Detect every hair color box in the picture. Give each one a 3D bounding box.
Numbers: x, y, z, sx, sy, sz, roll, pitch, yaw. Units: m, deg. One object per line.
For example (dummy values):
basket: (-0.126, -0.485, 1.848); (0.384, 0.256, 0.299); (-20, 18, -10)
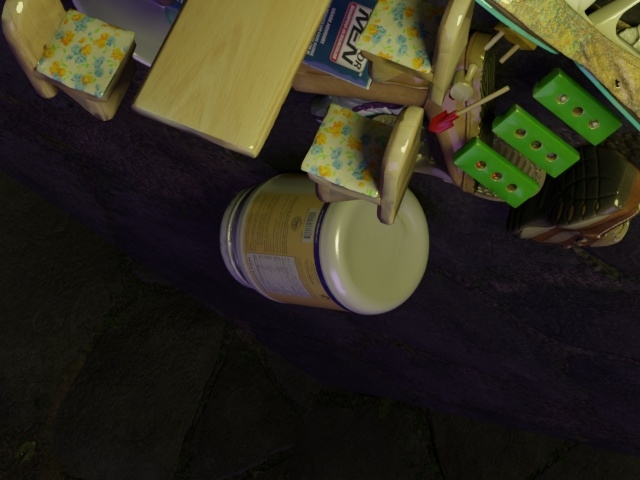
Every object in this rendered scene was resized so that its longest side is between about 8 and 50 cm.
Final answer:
hair color box: (-0.072, -0.303, 1.376); (0.347, 0.105, 0.174); (23, -156, 3)

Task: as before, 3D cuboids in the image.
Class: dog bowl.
dog bowl: (-0.201, -0.324, 1.619); (0.265, 0.104, 0.265); (22, 163, 7)

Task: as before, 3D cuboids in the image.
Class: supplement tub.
supplement tub: (0.000, 0.000, 2.101); (0.331, 0.241, 0.241); (5, 155, 49)

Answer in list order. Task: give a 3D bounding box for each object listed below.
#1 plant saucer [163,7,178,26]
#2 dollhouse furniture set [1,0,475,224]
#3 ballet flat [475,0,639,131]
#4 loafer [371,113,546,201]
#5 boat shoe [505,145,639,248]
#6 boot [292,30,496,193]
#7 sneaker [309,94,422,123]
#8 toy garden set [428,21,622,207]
plant saucer: (-0.136, -0.271, 1.478); (0.119, 0.021, 0.119); (19, 160, 7)
dollhouse furniture set: (-0.034, -0.276, 1.034); (0.362, 0.394, 0.256); (21, 163, 9)
ballet flat: (0.282, -0.234, 1.240); (0.348, 0.123, 0.123); (32, 162, -27)
loafer: (0.192, -0.131, 1.704); (0.268, 0.102, 0.092); (17, -161, -2)
boat shoe: (0.378, -0.051, 1.673); (0.120, 0.123, 0.324); (22, 172, -12)
boot: (0.090, -0.190, 1.546); (0.269, 0.089, 0.236); (12, 124, 20)
sneaker: (0.057, -0.225, 1.657); (0.223, 0.083, 0.098); (-4, 131, 44)
toy garden set: (0.244, -0.173, 1.406); (0.204, 0.049, 0.244); (34, 128, -21)
